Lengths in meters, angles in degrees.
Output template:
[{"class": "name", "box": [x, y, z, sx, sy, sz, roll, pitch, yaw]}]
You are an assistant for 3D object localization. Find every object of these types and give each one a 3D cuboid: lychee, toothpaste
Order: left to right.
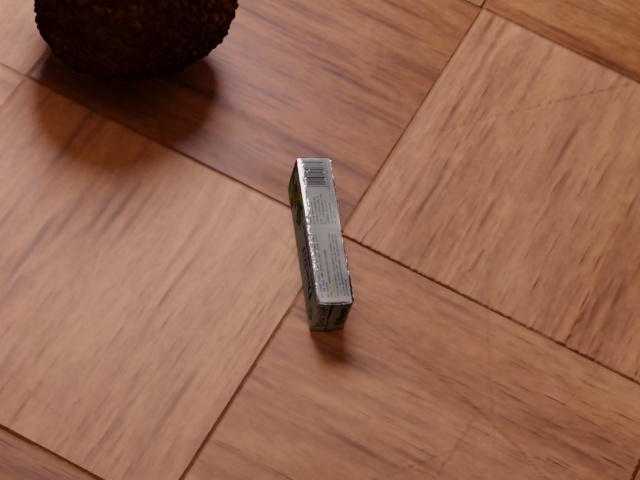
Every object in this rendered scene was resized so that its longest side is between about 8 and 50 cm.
[{"class": "lychee", "box": [-0.175, -0.236, 1.809, 0.194, 0.194, 0.194, 5, 54, -7]}, {"class": "toothpaste", "box": [0.000, 0.000, 1.751, 0.034, 0.046, 0.164, 0, 55, -13]}]
